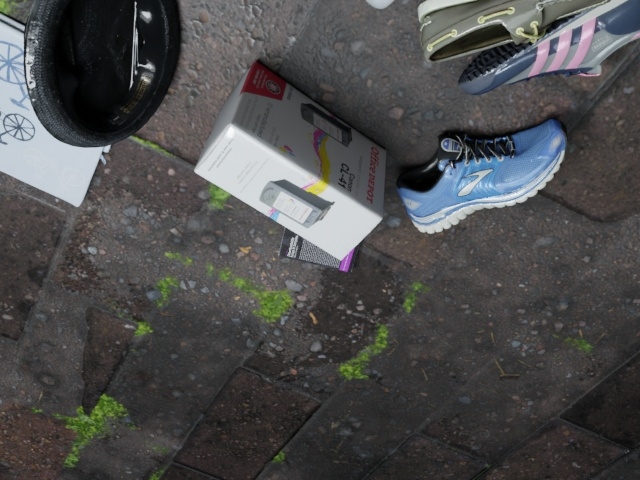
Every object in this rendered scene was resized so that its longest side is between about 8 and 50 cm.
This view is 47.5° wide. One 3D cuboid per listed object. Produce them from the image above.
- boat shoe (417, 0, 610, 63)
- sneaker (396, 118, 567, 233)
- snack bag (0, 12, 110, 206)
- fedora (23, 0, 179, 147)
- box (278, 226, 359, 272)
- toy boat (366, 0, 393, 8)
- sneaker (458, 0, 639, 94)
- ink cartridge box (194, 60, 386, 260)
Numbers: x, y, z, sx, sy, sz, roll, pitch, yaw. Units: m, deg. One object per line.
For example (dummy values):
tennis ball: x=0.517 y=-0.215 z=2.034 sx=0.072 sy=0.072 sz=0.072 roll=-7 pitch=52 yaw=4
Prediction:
boat shoe: x=0.294 y=-0.341 z=1.111 sx=0.305 sy=0.109 sz=0.091 roll=-4 pitch=85 yaw=32
sneaker: x=0.283 y=-0.132 z=1.314 sx=0.330 sy=0.129 sz=0.147 roll=-26 pitch=123 yaw=26
snack bag: x=-0.555 y=-0.241 z=1.399 sx=0.323 sy=0.037 sz=0.342 roll=25 pitch=127 yaw=-12
fedora: x=-0.387 y=-0.327 z=1.199 sx=0.152 sy=0.334 sz=0.334 roll=26 pitch=136 yaw=29
box: x=0.000 y=0.000 z=1.524 sx=0.162 sy=0.029 sz=0.116 roll=12 pitch=129 yaw=-4
toy boat: x=0.101 y=-0.500 z=1.027 sx=0.267 sy=0.148 sz=0.318 roll=4 pitch=129 yaw=4
sneaker: x=0.385 y=-0.297 z=1.177 sx=0.319 sy=0.112 sz=0.131 roll=-25 pitch=119 yaw=27
ink cartridge box: x=-0.040 y=-0.142 z=1.287 sx=0.306 sy=0.226 sz=0.131 roll=30 pitch=128 yaw=-17
